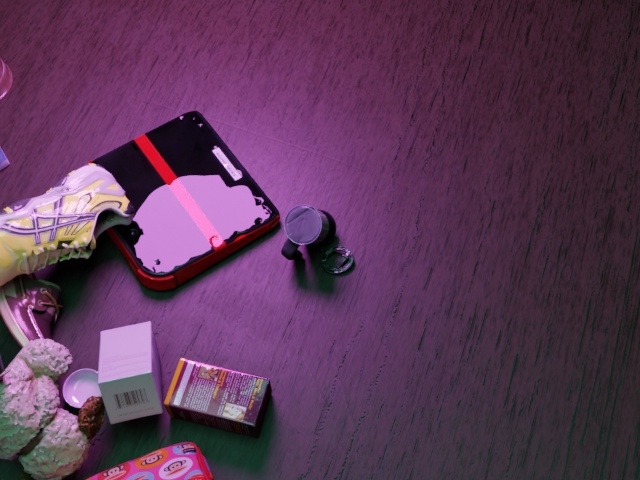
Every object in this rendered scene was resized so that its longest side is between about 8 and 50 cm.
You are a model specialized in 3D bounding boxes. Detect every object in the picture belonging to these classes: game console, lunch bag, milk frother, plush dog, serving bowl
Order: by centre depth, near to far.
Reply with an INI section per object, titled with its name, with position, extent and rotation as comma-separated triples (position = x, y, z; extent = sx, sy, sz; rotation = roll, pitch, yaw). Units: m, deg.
[lunch bag]
position = -0.319, 0.495, 1.541
extent = 0.293, 0.120, 0.258
rotation = -22, 21, -12
[plush dog]
position = -0.533, 0.352, 1.641
extent = 0.225, 0.210, 0.262
rotation = 39, 101, -10
[serving bowl]
position = -0.477, 0.304, 1.775
extent = 0.083, 0.027, 0.083
rotation = -1, 60, 1
[milk frother]
position = 0.000, 0.000, 1.878
extent = 0.143, 0.135, 0.129
rotation = 18, 93, 14
[game console]
position = -0.330, -0.097, 1.994
extent = 0.342, 0.060, 0.386
rotation = -30, 64, -19

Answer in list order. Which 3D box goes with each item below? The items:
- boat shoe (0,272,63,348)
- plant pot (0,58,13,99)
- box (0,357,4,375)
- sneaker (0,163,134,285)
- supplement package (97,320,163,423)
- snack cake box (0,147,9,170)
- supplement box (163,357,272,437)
[boat shoe]
position = -0.602, 0.126, 1.830
extent = 0.123, 0.123, 0.342
rotation = -29, 57, -13
[plant pot]
position = -0.857, -0.432, 2.126
extent = 0.167, 0.165, 0.167
rotation = -1, 61, 1
[box]
position = -0.737, 0.287, 1.648
extent = 0.127, 0.231, 0.262
rotation = 36, 59, 5
[sneaker]
position = -0.552, -0.014, 1.804
extent = 0.147, 0.145, 0.384
rotation = 39, 59, 14
[supplement package]
position = -0.371, 0.256, 1.714
extent = 0.105, 0.105, 0.179
rotation = -12, 29, -5
[snack cake box]
position = -0.879, -0.170, 2.020
extent = 0.264, 0.089, 0.152
rotation = -38, 68, -18
[supplement box]
position = -0.200, 0.312, 1.734
extent = 0.188, 0.081, 0.104
rotation = 12, 61, 9
